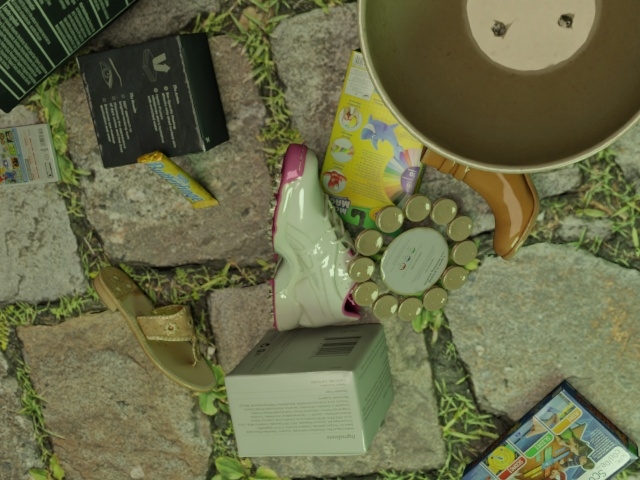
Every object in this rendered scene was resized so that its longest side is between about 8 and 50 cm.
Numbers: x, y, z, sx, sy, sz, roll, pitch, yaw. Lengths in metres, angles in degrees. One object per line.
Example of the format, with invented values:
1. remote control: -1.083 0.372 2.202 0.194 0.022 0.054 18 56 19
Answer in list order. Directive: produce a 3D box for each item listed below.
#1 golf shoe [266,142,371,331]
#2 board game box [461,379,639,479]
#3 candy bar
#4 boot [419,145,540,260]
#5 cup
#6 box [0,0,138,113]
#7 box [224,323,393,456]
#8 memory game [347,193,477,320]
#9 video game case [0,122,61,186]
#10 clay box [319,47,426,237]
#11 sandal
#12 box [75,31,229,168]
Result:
1. golf shoe: 0.000 0.000 1.251 0.140 0.115 0.306 5 136 3
2. board game box: 0.312 0.305 1.310 0.136 0.035 0.201 43 112 2
3. candy bar: -0.194 -0.082 1.304 0.040 0.161 0.018 -7 65 21
4. boot: 0.197 -0.081 1.195 0.153 0.073 0.197 10 94 -10
5. cup: 0.228 -0.257 1.070 0.331 0.237 0.330 4 105 15
6. box: -0.353 -0.339 1.137 0.294 0.296 0.182 -42 90 -7
7. box: -0.010 0.201 1.297 0.182 0.181 0.119 -5 103 18
8. memory game: 0.121 0.024 1.245 0.186 0.012 0.186 -9 118 -18
9. video game case: -0.451 -0.126 1.428 0.122 0.011 0.087 -4 104 17
10. clay box: 0.079 -0.126 1.249 0.128 0.053 0.222 19 111 12
11. sandal: -0.226 0.113 1.387 0.240 0.088 0.079 45 118 6
12. box: -0.225 -0.191 1.299 0.158 0.093 0.155 -7 103 19
